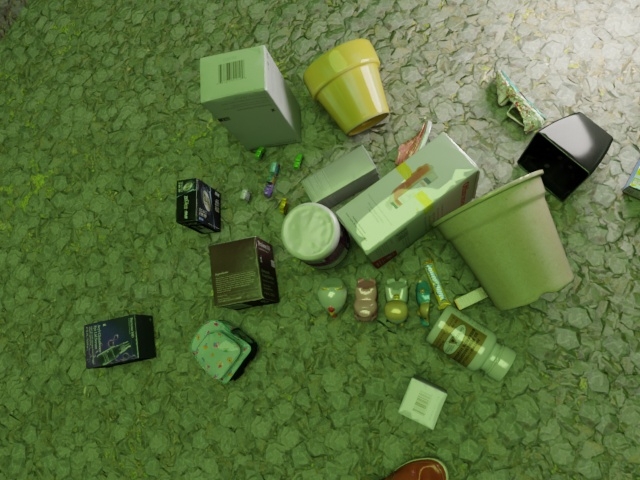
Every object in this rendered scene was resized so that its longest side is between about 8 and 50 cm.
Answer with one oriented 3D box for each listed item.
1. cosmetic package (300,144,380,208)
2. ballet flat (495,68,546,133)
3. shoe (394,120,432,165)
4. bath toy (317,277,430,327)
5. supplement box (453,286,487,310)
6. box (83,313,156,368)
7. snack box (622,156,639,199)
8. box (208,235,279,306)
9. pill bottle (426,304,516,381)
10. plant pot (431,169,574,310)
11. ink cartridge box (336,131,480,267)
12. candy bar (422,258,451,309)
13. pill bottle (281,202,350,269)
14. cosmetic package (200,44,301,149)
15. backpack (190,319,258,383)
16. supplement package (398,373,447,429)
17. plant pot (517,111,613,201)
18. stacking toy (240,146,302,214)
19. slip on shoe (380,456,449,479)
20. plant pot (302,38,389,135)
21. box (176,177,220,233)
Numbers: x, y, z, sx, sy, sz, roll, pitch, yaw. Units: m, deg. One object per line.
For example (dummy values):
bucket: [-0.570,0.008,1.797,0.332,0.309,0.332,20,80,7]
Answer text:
cosmetic package: [0.069,-0.199,1.580,0.237,0.127,0.107,-32,73,3]
ballet flat: [0.618,-0.442,1.530,0.077,0.091,0.241,-40,68,25]
shoe: [0.306,-0.319,1.581,0.081,0.063,0.178,19,88,11]
bath toy: [0.160,0.196,1.482,0.348,0.151,0.129,2,114,14]
supplement box: [0.455,0.177,1.446,0.098,0.062,0.036,-27,73,7]
box: [-0.689,0.347,1.648,0.207,0.108,0.153,-14,75,10]
snack box: [1.024,-0.178,1.386,0.207,0.070,0.175,29,86,18]
box: [-0.247,0.112,1.564,0.166,0.168,0.203,-11,77,11]
pill bottle: [0.436,0.301,1.389,0.229,0.131,0.131,33,87,17]
plant pot: [0.533,0.016,1.344,0.333,0.334,0.306,-27,83,6]
ink cartridge box: [0.264,-0.105,1.437,0.384,0.279,0.160,-36,72,3]
candy bar: [0.362,0.136,1.499,0.040,0.018,0.162,-21,76,8]
pill bottle: [0.000,0.000,1.461,0.169,0.301,0.170,-2,79,12]
cosmetic package: [-0.212,-0.446,1.561,0.217,0.385,0.156,-7,76,14]
backpack: [-0.324,0.349,1.549,0.188,0.144,0.166,36,94,20]
supplement package: [0.292,0.455,1.364,0.105,0.179,0.105,21,84,16]
plant pot: [0.738,-0.262,1.419,0.167,0.187,0.188,-39,72,-9]
stacking toy: [-0.169,-0.214,1.679,0.166,0.052,0.221,15,80,14]
slip on shoe: [0.214,0.724,1.369,0.331,0.101,0.123,-24,73,6]
plant pot: [0.104,-0.488,1.584,0.253,0.254,0.239,-26,90,7]
box: [-0.415,-0.114,1.643,0.077,0.180,0.148,-6,76,13]
